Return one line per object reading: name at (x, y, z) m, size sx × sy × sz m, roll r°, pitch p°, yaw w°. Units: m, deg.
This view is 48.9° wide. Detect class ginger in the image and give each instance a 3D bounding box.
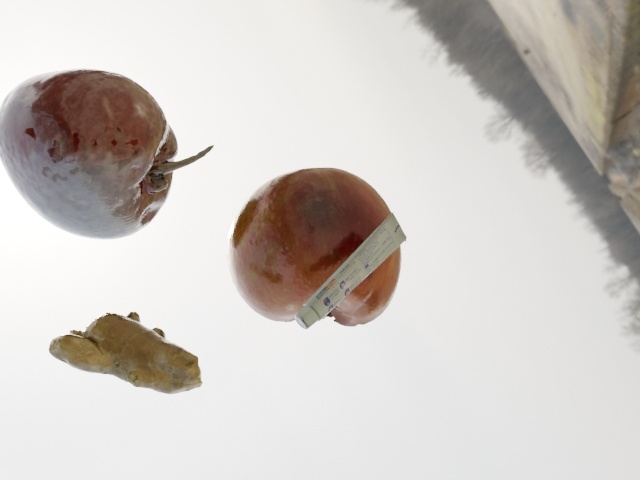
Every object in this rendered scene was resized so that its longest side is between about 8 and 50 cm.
ginger at (-0.251, 0.150, 0.953) m, size 0.205 × 0.081 × 0.115 m, roll 17°, pitch -177°, yaw -1°

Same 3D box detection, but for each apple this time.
apple at (0.000, 0.000, 1.125) m, size 0.163 × 0.293 × 0.251 m, roll 107°, pitch 154°, yaw -63°

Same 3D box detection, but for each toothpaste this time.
toothpaste at (0.046, 0.045, 0.990) m, size 0.218 × 0.033 × 0.052 m, roll -43°, pitch -65°, yaw -25°

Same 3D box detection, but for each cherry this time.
cherry at (-0.426, -0.157, 1.299) m, size 0.291 × 0.335 × 0.326 m, roll -61°, pitch -37°, yaw -37°
